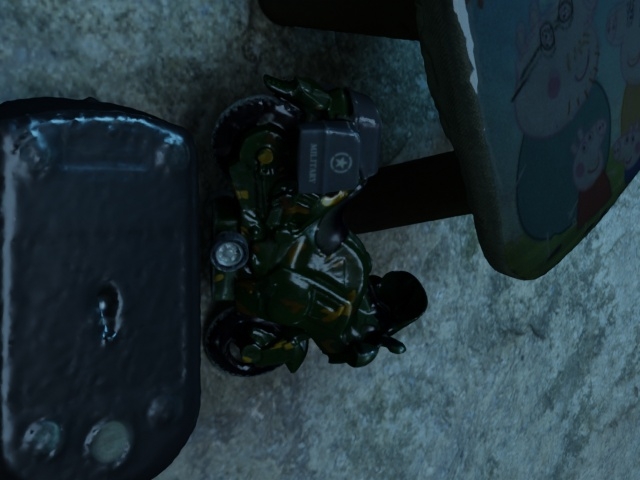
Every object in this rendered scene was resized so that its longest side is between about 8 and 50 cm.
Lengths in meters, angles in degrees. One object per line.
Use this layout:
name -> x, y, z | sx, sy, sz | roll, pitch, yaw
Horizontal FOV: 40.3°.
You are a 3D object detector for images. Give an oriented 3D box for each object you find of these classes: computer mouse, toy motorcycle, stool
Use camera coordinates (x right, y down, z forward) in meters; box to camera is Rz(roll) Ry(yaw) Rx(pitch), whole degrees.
computer mouse -> -0.169, 0.039, 0.593 | 0.170, 0.100, 0.269 | -2, 96, -48
toy motorcycle -> 0.000, 0.000, 0.701 | 0.187, 0.125, 0.274 | -2, 121, -10
stool -> 0.142, -0.168, 0.760 | 0.310, 0.226, 0.310 | -38, 124, -33
